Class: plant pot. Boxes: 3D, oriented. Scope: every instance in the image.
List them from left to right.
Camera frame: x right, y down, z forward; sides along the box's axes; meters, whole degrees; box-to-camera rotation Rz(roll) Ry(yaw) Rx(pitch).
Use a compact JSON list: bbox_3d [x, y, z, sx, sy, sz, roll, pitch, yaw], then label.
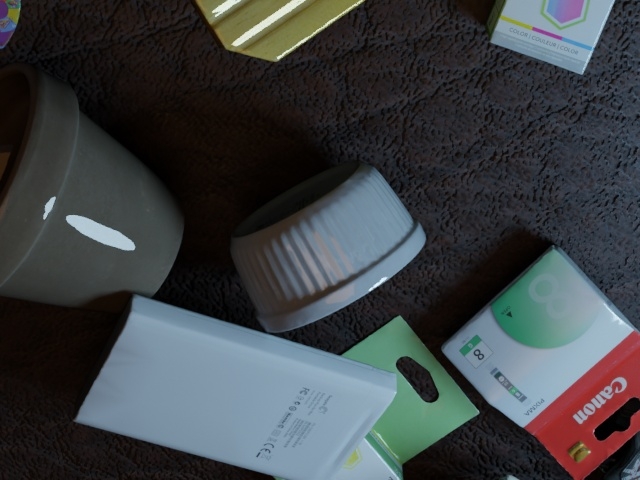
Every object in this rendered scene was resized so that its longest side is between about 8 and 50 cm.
[{"bbox_3d":[-0.279,-0.026,1.702,0.229,0.263,0.263,28,111,-31],"label":"plant pot"}]

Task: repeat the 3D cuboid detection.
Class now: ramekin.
[{"bbox_3d":[0.000,0.000,1.723,0.207,0.207,0.109,-28,102,11],"label":"ramekin"}]

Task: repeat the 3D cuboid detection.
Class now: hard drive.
[{"bbox_3d":[-0.097,0.174,1.768,0.307,0.040,0.203,18,133,-16],"label":"hard drive"}]

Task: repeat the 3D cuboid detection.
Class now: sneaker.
[{"bbox_3d":[0.390,0.290,1.905,0.135,0.097,0.276,2,117,6],"label":"sneaker"}]

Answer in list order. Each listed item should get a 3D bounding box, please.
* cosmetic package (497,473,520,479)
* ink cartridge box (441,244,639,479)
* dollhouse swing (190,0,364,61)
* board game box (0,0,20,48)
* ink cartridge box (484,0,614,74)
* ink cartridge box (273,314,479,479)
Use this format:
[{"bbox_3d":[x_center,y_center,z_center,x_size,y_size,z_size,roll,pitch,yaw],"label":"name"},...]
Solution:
[{"bbox_3d":[0.298,0.416,1.889,0.296,0.129,0.153,29,151,-4],"label":"cosmetic package"},{"bbox_3d":[0.278,0.145,1.822,0.181,0.056,0.224,-44,82,16],"label":"ink cartridge box"},{"bbox_3d":[0.025,-0.361,1.506,0.305,0.315,0.347,-40,112,-23],"label":"dollhouse swing"},{"bbox_3d":[-0.406,-0.255,1.698,0.169,0.033,0.133,-10,113,4],"label":"board game box"},{"bbox_3d":[0.262,-0.292,1.672,0.109,0.062,0.209,19,111,-7],"label":"ink cartridge box"},{"bbox_3d":[0.048,0.222,1.895,0.235,0.056,0.171,-34,109,15],"label":"ink cartridge box"}]
